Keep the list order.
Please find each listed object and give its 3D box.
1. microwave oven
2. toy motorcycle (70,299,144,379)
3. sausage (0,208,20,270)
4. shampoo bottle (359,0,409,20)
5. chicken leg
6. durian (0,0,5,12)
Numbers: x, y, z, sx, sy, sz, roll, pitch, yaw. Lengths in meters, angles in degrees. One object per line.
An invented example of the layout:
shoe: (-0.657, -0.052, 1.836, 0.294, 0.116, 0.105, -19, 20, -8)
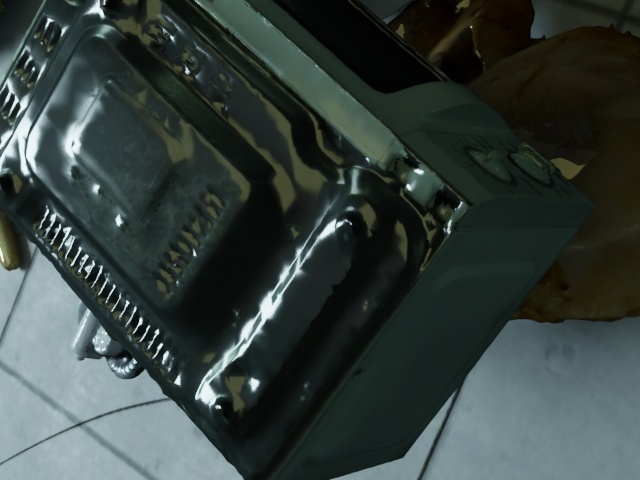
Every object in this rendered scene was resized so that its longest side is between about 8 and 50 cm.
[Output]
microwave oven: (-0.037, -0.033, 0.793, 0.295, 0.181, 0.237, 44, 112, 24)
toy motorcycle: (-0.162, -0.017, 1.199, 0.171, 0.110, 0.260, 26, 104, 55)
sausage: (-0.324, -0.026, 1.368, 0.024, 0.024, 0.132, -39, 59, 25)
shampoo bottle: (-0.041, -0.276, 1.018, 0.273, 0.273, 0.266, -69, 23, 5)
chicken leg: (0.065, -0.044, 0.953, 0.409, 0.182, 0.295, -21, 59, 21)
durian: (-0.420, -0.272, 1.399, 0.237, 0.176, 0.200, -22, 58, 27)
